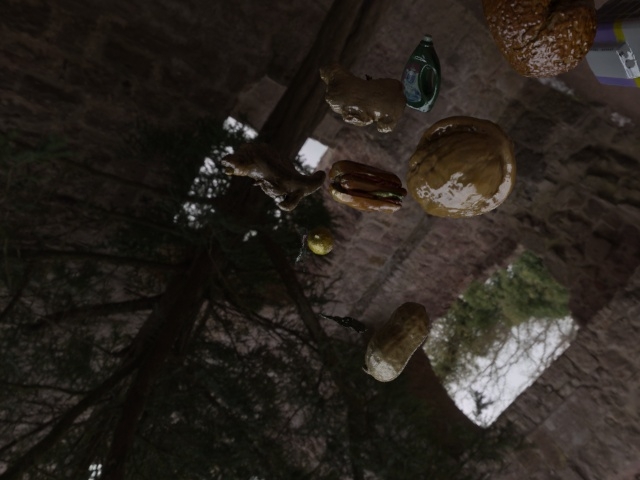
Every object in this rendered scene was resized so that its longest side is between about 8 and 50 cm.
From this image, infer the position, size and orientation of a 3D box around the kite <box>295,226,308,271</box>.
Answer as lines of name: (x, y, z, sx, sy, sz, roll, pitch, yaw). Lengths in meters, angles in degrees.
kite: (-0.077, 0.036, 2.025, 0.012, 0.250, 0.229, 3, -125, -12)

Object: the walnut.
walnut: (0.329, -0.166, 1.155, 0.257, 0.257, 0.224, 38, -129, 12)

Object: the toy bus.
toy bus: (0.835, -0.493, 1.192, 0.209, 0.249, 0.440, 51, -173, -21)

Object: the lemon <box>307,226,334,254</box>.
lemon: (0.000, 0.000, 1.557, 0.082, 0.082, 0.111, 46, 175, 29)

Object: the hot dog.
hot dog: (0.102, -0.102, 0.965, 0.235, 0.062, 0.092, -1, -98, -50)

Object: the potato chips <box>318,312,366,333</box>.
potato chips: (0.090, 0.308, 1.894, 0.207, 0.028, 0.092, 14, -169, 41)

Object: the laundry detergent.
laundry detergent: (0.305, -0.497, 1.483, 0.063, 0.211, 0.137, -21, -133, -31)

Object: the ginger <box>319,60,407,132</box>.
ginger: (0.079, -0.310, 1.074, 0.213, 0.137, 0.074, 25, 154, 7)

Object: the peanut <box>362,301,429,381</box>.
peanut: (0.242, 0.331, 1.618, 0.143, 0.291, 0.159, 38, -170, 15)

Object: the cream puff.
cream puff: (0.529, -0.540, 1.179, 0.303, 0.212, 0.303, 17, -116, -37)

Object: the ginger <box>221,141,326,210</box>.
ginger: (-0.132, -0.181, 1.404, 0.333, 0.166, 0.080, 25, 161, -38)
